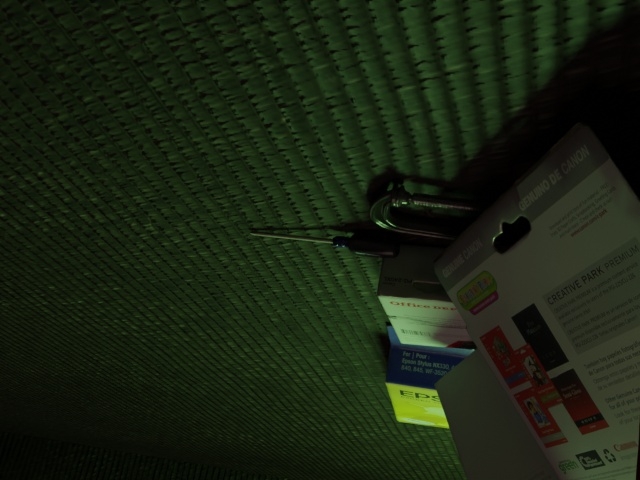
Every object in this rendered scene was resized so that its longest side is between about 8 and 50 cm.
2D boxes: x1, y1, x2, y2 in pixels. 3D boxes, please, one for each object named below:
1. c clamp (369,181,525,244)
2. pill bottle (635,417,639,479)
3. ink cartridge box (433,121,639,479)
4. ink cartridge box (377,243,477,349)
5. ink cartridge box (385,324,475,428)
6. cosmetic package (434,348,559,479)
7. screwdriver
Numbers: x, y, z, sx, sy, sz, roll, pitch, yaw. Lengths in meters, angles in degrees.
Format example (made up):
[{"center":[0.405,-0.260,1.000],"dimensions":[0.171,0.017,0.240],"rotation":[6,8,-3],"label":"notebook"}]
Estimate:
[{"center":[0.121,-0.027,0.801],"dimensions":[0.160,0.022,0.137],"rotation":[6,162,11],"label":"c clamp"},{"center":[0.272,0.064,0.422],"dimensions":[0.229,0.408,0.229],"rotation":[10,159,4],"label":"pill bottle"},{"center":[0.254,0.058,0.713],"dimensions":[0.130,0.272,0.309],"rotation":[-27,169,-22],"label":"ink cartridge box"},{"center":[0.128,0.062,0.951],"dimensions":[0.109,0.063,0.150],"rotation":[4,156,17],"label":"ink cartridge box"},{"center":[0.248,0.214,1.260],"dimensions":[0.303,0.072,0.307],"rotation":[7,159,13],"label":"ink cartridge box"},{"center":[0.274,0.224,0.960],"dimensions":[0.224,0.225,0.138],"rotation":[9,140,-33],"label":"cosmetic package"},{"center":[0.000,0.000,0.923],"dimensions":[0.170,0.024,0.025],"rotation":[6,-173,20],"label":"screwdriver"}]
